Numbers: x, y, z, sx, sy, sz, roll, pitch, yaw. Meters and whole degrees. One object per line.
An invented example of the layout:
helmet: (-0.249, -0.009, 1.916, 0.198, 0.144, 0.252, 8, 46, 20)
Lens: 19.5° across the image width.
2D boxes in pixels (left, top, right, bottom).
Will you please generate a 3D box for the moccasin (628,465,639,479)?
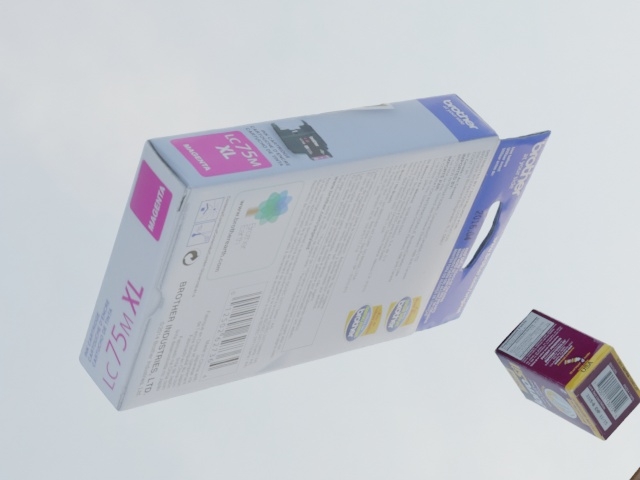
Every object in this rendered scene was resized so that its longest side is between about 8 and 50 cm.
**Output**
moccasin: (0.193, 0.233, 1.052, 0.139, 0.147, 0.380, 31, -108, 6)

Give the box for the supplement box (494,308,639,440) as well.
supplement box: (0.164, 0.088, 1.226, 0.043, 0.083, 0.055, -45, -56, -13)

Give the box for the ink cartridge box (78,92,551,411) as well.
ink cartridge box: (0.000, 0.000, 1.240, 0.311, 0.185, 0.065, -10, -135, -37)
